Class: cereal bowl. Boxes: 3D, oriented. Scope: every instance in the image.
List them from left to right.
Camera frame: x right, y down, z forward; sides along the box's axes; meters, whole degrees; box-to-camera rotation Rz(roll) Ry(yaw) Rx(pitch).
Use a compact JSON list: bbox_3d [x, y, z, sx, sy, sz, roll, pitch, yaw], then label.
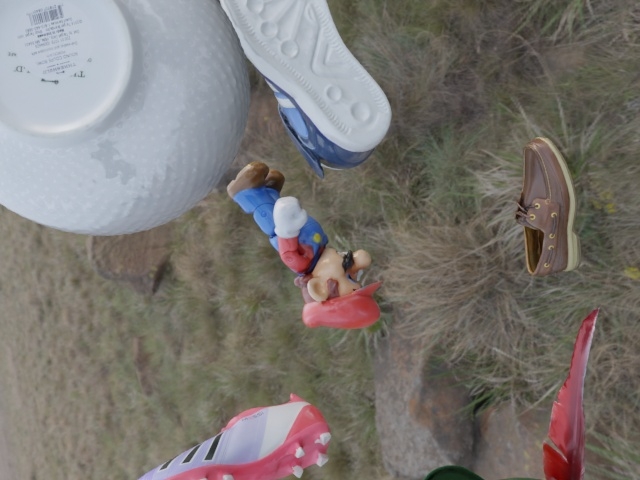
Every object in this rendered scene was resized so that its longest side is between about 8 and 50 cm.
[{"bbox_3d":[-0.252,-0.170,0.559,0.141,0.339,0.339,-43,-59,-88],"label":"cereal bowl"}]

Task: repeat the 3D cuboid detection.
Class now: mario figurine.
[{"bbox_3d":[0.000,0.000,0.876,0.320,0.198,0.170,52,135,8],"label":"mario figurine"}]

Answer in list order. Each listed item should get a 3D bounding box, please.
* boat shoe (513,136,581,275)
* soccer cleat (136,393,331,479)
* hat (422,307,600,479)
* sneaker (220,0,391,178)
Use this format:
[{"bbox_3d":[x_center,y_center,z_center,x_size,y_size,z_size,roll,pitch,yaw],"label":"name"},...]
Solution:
[{"bbox_3d":[0.269,-0.035,0.641,0.064,0.060,0.178,-117,9,-69],"label":"boat shoe"},{"bbox_3d":[-0.102,0.243,0.593,0.095,0.248,0.083,35,127,49],"label":"soccer cleat"},{"bbox_3d":[0.184,0.203,0.369,0.183,0.173,0.208,-44,78,28],"label":"hat"},{"bbox_3d":[-0.040,-0.239,0.758,0.323,0.130,0.236,52,170,-6],"label":"sneaker"}]
